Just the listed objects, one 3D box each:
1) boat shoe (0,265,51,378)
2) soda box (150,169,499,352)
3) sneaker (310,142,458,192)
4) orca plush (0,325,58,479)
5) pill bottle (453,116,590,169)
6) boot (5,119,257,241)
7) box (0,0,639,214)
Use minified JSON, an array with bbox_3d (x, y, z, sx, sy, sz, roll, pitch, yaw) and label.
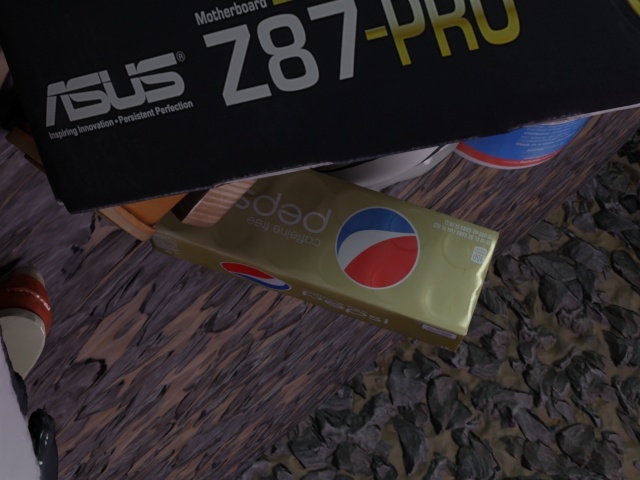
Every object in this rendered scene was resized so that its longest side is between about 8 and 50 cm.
[{"bbox_3d":[-0.183,0.069,0.957,0.137,0.049,0.043,-49,-151,31],"label":"boat shoe"},{"bbox_3d":[0.000,0.000,0.989,0.058,0.181,0.061,97,12,-78],"label":"soda box"},{"bbox_3d":[0.104,-0.142,0.984,0.330,0.122,0.146,-44,171,10],"label":"sneaker"},{"bbox_3d":[-0.204,0.112,0.878,0.287,0.102,0.151,85,19,-53],"label":"orca plush"},{"bbox_3d":[0.146,-0.145,1.164,0.124,0.124,0.221,-39,170,-27],"label":"pill bottle"},{"bbox_3d":[-0.049,-0.081,0.801,0.152,0.073,0.197,-53,168,12],"label":"boot"},{"bbox_3d":[0.120,-0.134,0.688,0.318,0.097,0.395,-6,-162,38],"label":"box"}]
